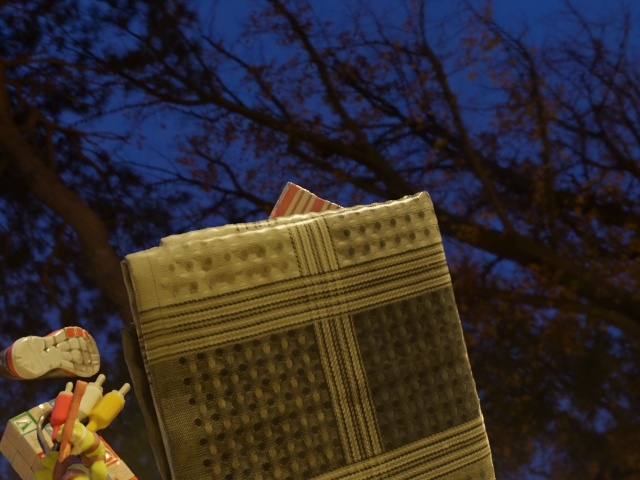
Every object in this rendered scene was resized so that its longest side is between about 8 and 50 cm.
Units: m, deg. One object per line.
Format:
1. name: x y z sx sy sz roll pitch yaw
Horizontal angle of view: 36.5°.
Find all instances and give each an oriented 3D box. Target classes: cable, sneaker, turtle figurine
1. cable: -0.379 0.306 1.402 0.287 0.139 0.072 -73 -23 -57
2. sneaker: -0.325 0.137 1.141 0.158 0.064 0.061 15 -119 -63
3. turtle figurine: -0.245 0.275 1.023 0.087 0.217 0.270 -8 -91 -30

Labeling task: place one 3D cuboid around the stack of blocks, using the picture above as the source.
1. stack of blocks: -0.445 0.434 1.731 0.171 0.297 0.087 -22 -30 -50

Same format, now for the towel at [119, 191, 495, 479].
1. towel: -0.004 0.129 0.858 0.324 0.056 0.312 -11 -93 -30

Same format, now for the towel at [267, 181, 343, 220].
1. towel: 0.000 0.000 1.646 0.144 0.197 0.029 -62 -8 -16
